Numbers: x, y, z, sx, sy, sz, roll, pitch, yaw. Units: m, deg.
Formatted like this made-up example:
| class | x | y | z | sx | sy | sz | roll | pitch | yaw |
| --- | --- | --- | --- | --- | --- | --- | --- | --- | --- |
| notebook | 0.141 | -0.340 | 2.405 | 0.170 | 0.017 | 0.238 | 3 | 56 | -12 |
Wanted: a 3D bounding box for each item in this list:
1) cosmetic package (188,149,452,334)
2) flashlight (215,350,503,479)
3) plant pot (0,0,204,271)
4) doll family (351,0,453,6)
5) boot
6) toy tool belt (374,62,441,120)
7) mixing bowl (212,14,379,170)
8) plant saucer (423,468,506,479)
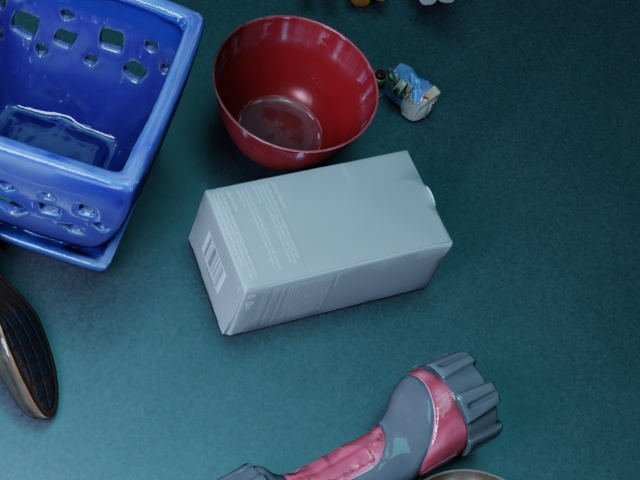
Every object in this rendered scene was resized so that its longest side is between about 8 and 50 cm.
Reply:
| class | x | y | z | sx | sy | sz | roll | pitch | yaw |
| --- | --- | --- | --- | --- | --- | --- | --- | --- | --- |
| cosmetic package | 0.000 | 0.000 | 1.504 | 0.238 | 0.107 | 0.127 | -9 | 61 | -24 |
| flashlight | 0.027 | 0.204 | 1.384 | 0.304 | 0.103 | 0.103 | -22 | 35 | -24 |
| plant pot | -0.267 | -0.115 | 1.433 | 0.236 | 0.212 | 0.236 | 19 | 56 | -3 |
| doll family | 0.084 | -0.364 | 1.766 | 0.263 | 0.118 | 0.163 | -4 | 65 | 3 |
| boot | -0.333 | 0.083 | 1.386 | 0.106 | 0.082 | 0.219 | -26 | 88 | 17 |
| toy tool belt | 0.098 | -0.179 | 1.671 | 0.083 | 0.051 | 0.052 | 36 | 56 | 9 |
| mixing bowl | -0.035 | -0.143 | 1.583 | 0.181 | 0.098 | 0.181 | 7 | 57 | -10 |
| plant saucer | 0.144 | 0.301 | 1.396 | 0.168 | 0.029 | 0.168 | 8 | 57 | -12 |
